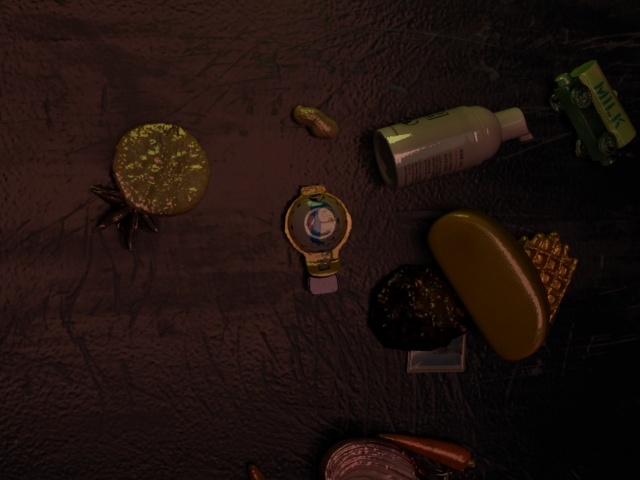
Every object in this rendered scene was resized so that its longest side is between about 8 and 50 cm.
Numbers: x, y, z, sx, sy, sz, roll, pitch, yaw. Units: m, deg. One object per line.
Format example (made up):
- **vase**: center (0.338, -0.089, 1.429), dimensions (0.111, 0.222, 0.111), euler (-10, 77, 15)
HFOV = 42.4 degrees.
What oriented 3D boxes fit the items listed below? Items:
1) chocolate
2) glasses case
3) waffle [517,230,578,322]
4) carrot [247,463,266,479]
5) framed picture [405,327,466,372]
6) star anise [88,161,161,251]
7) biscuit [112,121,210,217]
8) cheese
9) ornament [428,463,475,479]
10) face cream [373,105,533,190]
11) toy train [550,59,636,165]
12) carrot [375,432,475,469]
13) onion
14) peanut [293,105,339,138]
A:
- **chocolate**: center (0.248, 0.160, 1.878), dimensions (0.224, 0.177, 0.206), euler (5, 91, -15)
- **glasses case**: center (0.401, 0.085, 1.895), dimensions (0.173, 0.141, 0.371), euler (-34, 86, 23)
- **waffle**: center (0.526, 0.074, 2.001), dimensions (0.160, 0.055, 0.211), euler (23, 92, -13)
- **carrot**: center (-0.135, 0.580, 1.905), dimensions (0.048, 0.048, 0.139), euler (-21, 99, -10)
- **framed picture**: center (0.279, 0.265, 1.988), dimensions (0.149, 0.011, 0.109), euler (1, 96, -14)
- **star anise**: center (-0.411, -0.079, 1.754), dimensions (0.180, 0.061, 0.204), euler (-13, 99, -33)
- **biscuit**: center (-0.336, -0.152, 1.752), dimensions (0.220, 0.033, 0.220), euler (6, 77, -28)
- **cheese**: center (0.000, 0.000, 1.865), dimensions (0.156, 0.064, 0.250), euler (-8, 95, -11)
- **ornament**: center (0.320, 0.587, 2.024), dimensions (0.125, 0.028, 0.073), euler (4, 94, -12)
- **face cream**: center (0.314, -0.232, 1.875), dimensions (0.370, 0.145, 0.145), euler (-18, 100, -12)
- **toy train**: center (0.658, -0.311, 1.975), dimensions (0.157, 0.105, 0.253), euler (-41, 105, -20)
- **carrot**: center (0.254, 0.499, 1.992), dimensions (0.257, 0.061, 0.061), euler (18, 92, -5)
- **onion**: center (0.128, 0.567, 1.927), dimensions (0.283, 0.120, 0.227), euler (4, 93, -10)
- **peanut**: center (-0.009, -0.264, 1.843), dimensions (0.113, 0.054, 0.054), euler (30, 89, -12)
